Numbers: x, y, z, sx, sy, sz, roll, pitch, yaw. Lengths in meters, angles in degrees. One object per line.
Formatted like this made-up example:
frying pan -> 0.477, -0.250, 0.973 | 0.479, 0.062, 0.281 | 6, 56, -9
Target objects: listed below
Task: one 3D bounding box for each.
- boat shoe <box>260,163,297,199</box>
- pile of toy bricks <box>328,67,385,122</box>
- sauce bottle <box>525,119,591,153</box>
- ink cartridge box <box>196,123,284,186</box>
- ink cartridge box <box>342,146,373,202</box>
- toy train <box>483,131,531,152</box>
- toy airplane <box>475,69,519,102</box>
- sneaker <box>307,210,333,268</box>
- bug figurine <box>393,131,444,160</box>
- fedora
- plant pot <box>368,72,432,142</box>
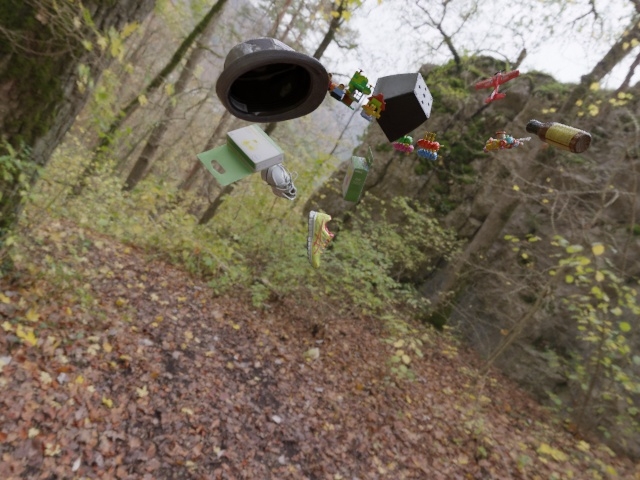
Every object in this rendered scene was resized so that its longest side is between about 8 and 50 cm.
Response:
boat shoe -> -0.185, -0.292, 2.040 | 0.157, 0.135, 0.367 | 27, -14, 15
pile of toy bricks -> 0.097, -0.434, 1.145 | 0.212, 0.105, 0.118 | 33, 20, -5
sauce bottle -> 0.447, -0.202, 0.766 | 0.042, 0.042, 0.128 | 28, 18, -33
ink cartridge box -> -0.266, -0.289, 1.337 | 0.235, 0.056, 0.171 | -28, 64, -32
ink cartridge box -> 0.147, -0.272, 1.640 | 0.062, 0.209, 0.108 | 10, 38, -10
toy train -> 0.577, -0.311, 1.249 | 0.166, 0.125, 0.046 | -21, 100, -80
toy airplane -> 0.600, -0.524, 1.367 | 0.028, 0.151, 0.151 | 41, 6, -35
sneaker -> 0.000, 0.000, 1.437 | 0.094, 0.208, 0.081 | 2, 11, 0
bug figurine -> 0.406, -0.397, 1.698 | 0.217, 0.072, 0.279 | 20, 5, 13
fedora -> -0.128, -0.411, 1.004 | 0.243, 0.276, 0.124 | 108, -32, -68
plant pot -> 0.312, -0.513, 1.506 | 0.187, 0.167, 0.188 | 47, 47, -36
